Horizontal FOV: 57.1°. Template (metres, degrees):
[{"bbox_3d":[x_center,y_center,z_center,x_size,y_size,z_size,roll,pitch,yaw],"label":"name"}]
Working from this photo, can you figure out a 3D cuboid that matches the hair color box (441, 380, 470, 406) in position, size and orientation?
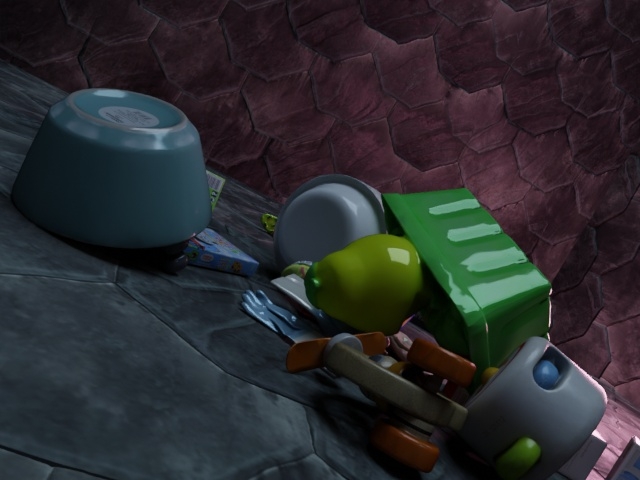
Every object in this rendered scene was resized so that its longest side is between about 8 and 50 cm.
[{"bbox_3d":[0.284,0.293,1.122,0.093,0.053,0.167,29,7,18],"label":"hair color box"}]

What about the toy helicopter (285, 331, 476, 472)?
[{"bbox_3d":[0.102,0.206,0.850,0.235,0.140,0.355,22,-8,26],"label":"toy helicopter"}]

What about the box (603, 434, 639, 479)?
[{"bbox_3d":[0.607,0.448,1.007,0.203,0.114,0.103,32,6,27],"label":"box"}]

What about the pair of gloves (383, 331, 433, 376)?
[{"bbox_3d":[0.123,0.201,1.205,0.240,0.042,0.204,26,6,-28],"label":"pair of gloves"}]

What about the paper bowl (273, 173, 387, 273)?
[{"bbox_3d":[0.021,-0.006,1.299,0.284,0.284,0.148,32,7,28],"label":"paper bowl"}]

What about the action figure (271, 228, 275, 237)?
[{"bbox_3d":[0.000,0.000,1.888,0.281,0.139,0.091,29,7,-20],"label":"action figure"}]

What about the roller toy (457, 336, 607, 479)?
[{"bbox_3d":[0.295,0.242,0.854,0.146,0.191,0.209,43,-4,17],"label":"roller toy"}]

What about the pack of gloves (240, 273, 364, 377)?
[{"bbox_3d":[-0.021,0.151,1.015,0.232,0.046,0.195,33,24,24],"label":"pack of gloves"}]

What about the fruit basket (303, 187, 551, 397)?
[{"bbox_3d":[0.166,0.091,1.041,0.392,0.392,0.282,34,-27,42],"label":"fruit basket"}]

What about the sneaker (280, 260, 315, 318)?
[{"bbox_3d":[-0.017,0.106,1.163,0.094,0.081,0.209,-32,37,-34],"label":"sneaker"}]

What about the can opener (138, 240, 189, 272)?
[{"bbox_3d":[-0.342,-0.032,0.992,0.284,0.075,0.095,33,39,30],"label":"can opener"}]

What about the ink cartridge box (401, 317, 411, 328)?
[{"bbox_3d":[0.129,0.051,1.481,0.396,0.151,0.270,30,-25,29],"label":"ink cartridge box"}]

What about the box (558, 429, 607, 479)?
[{"bbox_3d":[0.415,0.347,1.092,0.171,0.091,0.130,29,6,8],"label":"box"}]

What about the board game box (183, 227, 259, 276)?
[{"bbox_3d":[-0.243,0.007,1.157,0.160,0.039,0.212,32,6,33],"label":"board game box"}]

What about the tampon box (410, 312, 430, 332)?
[{"bbox_3d":[0.349,0.221,1.764,0.161,0.101,0.120,30,7,4],"label":"tampon box"}]

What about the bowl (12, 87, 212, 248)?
[{"bbox_3d":[-0.314,-0.136,0.936,0.312,0.163,0.311,13,26,-7],"label":"bowl"}]

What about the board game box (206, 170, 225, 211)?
[{"bbox_3d":[-0.381,-0.156,1.487,0.260,0.124,0.039,27,-22,-24],"label":"board game box"}]

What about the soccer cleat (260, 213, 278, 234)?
[{"bbox_3d":[-0.127,-0.030,1.935,0.179,0.060,0.072,33,-5,-21],"label":"soccer cleat"}]
